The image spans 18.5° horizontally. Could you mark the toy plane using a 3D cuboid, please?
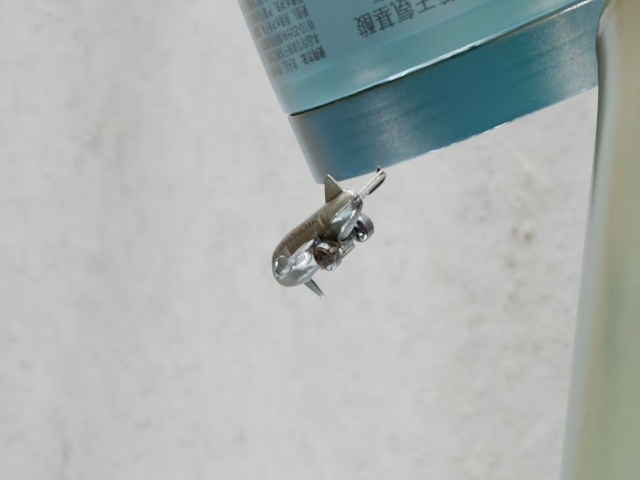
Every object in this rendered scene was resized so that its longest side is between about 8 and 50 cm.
[{"bbox_3d":[0.000,0.000,0.855,0.031,0.078,0.083,43,141,8],"label":"toy plane"}]

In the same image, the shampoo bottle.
[{"bbox_3d":[0.079,-0.258,1.400,0.331,0.331,0.343,-12,104,61],"label":"shampoo bottle"}]

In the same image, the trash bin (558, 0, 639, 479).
[{"bbox_3d":[0.227,0.067,0.767,0.280,0.280,0.432,-26,48,60],"label":"trash bin"}]
